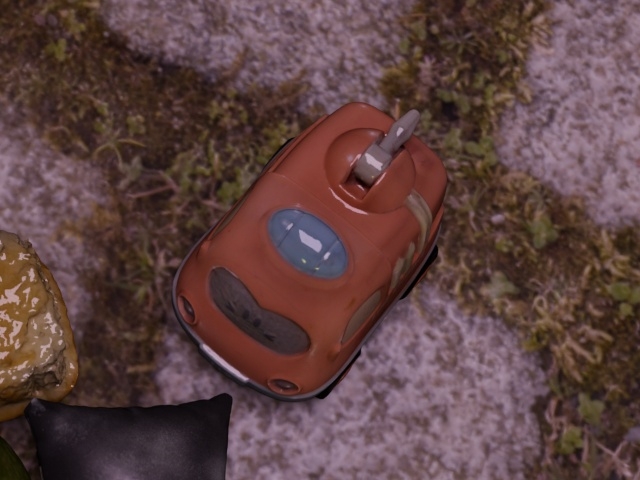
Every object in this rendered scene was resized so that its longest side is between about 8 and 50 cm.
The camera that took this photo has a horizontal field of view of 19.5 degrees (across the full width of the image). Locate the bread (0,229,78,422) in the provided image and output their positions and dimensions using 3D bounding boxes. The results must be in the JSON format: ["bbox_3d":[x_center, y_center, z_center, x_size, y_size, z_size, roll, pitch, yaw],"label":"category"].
[{"bbox_3d":[-0.334,0.084,1.609,0.245,0.121,0.174,-16,81,-20],"label":"bread"}]

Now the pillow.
[{"bbox_3d":[-0.154,0.253,1.587,0.186,0.106,0.250,-1,73,-19],"label":"pillow"}]

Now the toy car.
[{"bbox_3d":[0.000,0.000,1.653,0.180,0.212,0.270,38,68,5],"label":"toy car"}]

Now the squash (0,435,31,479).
[{"bbox_3d":[-0.323,0.273,1.447,0.310,0.310,0.309,30,65,1],"label":"squash"}]
